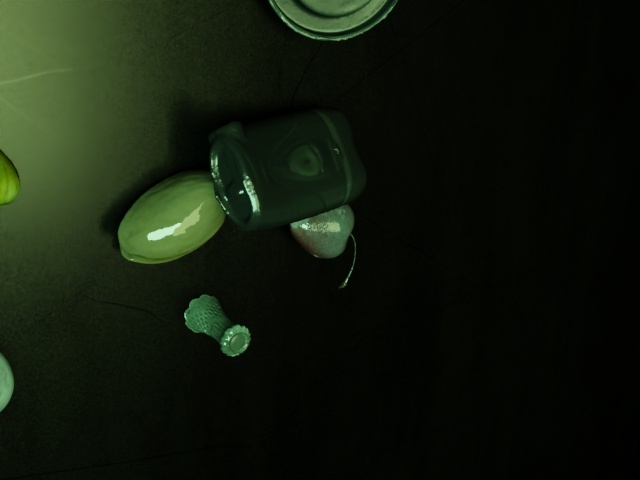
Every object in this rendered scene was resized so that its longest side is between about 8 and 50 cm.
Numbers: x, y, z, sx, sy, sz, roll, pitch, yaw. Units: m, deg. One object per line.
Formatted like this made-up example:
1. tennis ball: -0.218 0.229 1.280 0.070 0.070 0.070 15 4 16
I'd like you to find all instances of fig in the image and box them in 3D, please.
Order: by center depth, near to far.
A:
1. fig: -0.516 -0.127 1.213 0.093 0.093 0.166 -2 70 -36

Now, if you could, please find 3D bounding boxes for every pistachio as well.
1. pistachio: -0.257 -0.041 1.398 0.226 0.136 0.135 -35 125 -15

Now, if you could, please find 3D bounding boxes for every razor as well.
1. razor: -0.058 -0.136 1.450 0.349 0.113 0.204 -19 95 -47

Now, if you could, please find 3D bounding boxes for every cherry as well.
1. cherry: -0.004 0.001 1.606 0.148 0.115 0.188 -6 119 -56

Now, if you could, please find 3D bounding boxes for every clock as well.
1. clock: 0.023 -0.500 1.406 0.281 0.055 0.280 -8 121 -14

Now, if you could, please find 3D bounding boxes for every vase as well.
1. vase: -0.193 0.167 1.504 0.081 0.149 0.081 -15 117 -31

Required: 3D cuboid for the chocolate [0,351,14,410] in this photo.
1. chocolate: -0.576 0.228 1.252 0.147 0.221 0.221 -46 135 -50
